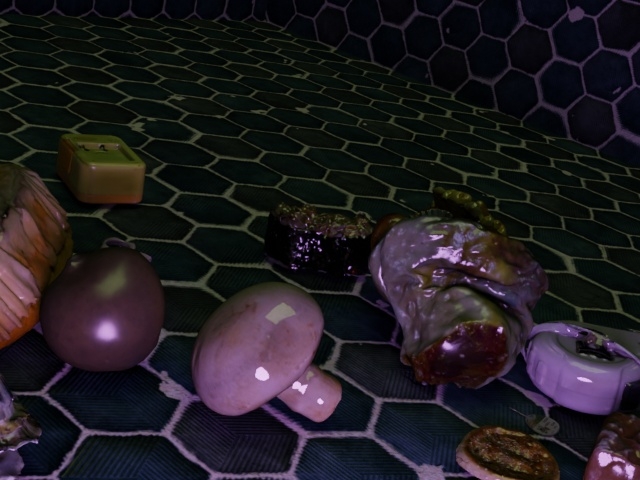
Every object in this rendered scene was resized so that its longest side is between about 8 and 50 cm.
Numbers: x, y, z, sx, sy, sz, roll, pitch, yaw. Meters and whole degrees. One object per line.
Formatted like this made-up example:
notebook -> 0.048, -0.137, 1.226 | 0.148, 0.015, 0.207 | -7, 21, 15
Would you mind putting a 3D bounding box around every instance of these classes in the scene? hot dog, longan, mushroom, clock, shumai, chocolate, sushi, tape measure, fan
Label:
hot dog -> 0.173, 0.002, 1.744 | 0.162, 0.082, 0.270 | -23, -18, 0
longan -> -0.303, 0.098, 1.316 | 0.189, 0.189, 0.189 | 11, 22, -5
mushroom -> -0.072, 0.155, 1.302 | 0.209, 0.206, 0.206 | 23, 11, -42
clock -> -0.453, -0.148, 1.918 | 0.143, 0.096, 0.202 | -3, 26, -30
shumai -> 0.220, 0.137, 1.552 | 0.309, 0.304, 0.263 | 9, 56, 2
chocolate -> 0.481, 0.329, 1.291 | 0.214, 0.093, 0.148 | 21, 25, 19
sushi -> 0.000, 0.000, 1.788 | 0.212, 0.115, 0.147 | 11, 21, -7
tape measure -> 0.442, 0.208, 1.533 | 0.236, 0.120, 0.197 | 12, 23, 10
fan -> 0.332, 0.282, 1.438 | 0.080, 0.003, 0.060 | 14, 21, 1

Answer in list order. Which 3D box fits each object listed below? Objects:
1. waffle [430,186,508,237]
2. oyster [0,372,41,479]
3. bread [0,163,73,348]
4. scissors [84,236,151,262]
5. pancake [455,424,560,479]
waffle -> 0.309, 0.019, 1.785 | 0.058, 0.282, 0.301 | -34, 15, -9
oyster -> -0.480, 0.165, 1.105 | 0.351, 0.158, 0.162 | 39, -4, 23
bread -> -0.498, 0.029, 1.374 | 0.236, 0.183, 0.389 | -5, 30, 9
scissors -> -0.395, 0.033, 1.612 | 0.212, 0.021, 0.110 | -10, 35, -45
pancake -> 0.265, 0.307, 1.310 | 0.158, 0.028, 0.158 | 11, 20, -4
